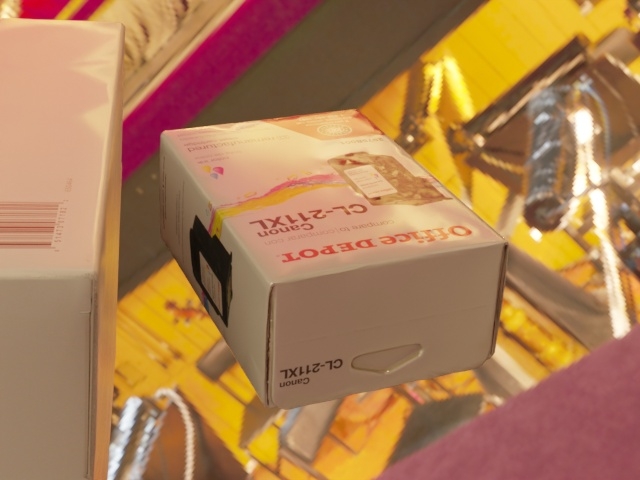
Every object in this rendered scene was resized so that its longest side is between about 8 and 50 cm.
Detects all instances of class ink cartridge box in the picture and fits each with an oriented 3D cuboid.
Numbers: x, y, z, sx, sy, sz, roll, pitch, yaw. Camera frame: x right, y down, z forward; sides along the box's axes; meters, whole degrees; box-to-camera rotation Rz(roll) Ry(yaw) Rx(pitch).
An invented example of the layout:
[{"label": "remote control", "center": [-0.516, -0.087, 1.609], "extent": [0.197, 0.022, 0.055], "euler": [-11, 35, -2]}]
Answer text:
[{"label": "ink cartridge box", "center": [0.000, 0.000, 0.575], "extent": [0.175, 0.127, 0.072], "euler": [-131, 38, -52]}]

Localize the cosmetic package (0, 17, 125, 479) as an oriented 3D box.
[{"label": "cosmetic package", "center": [-0.172, 0.053, 0.664], "extent": [0.377, 0.097, 0.284], "euler": [-106, 18, -62]}]
